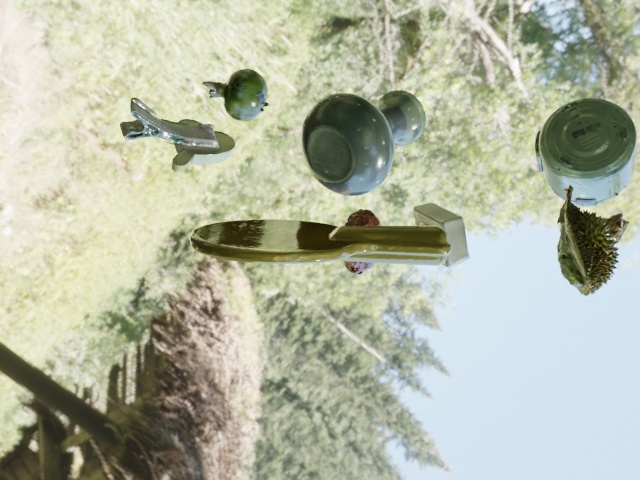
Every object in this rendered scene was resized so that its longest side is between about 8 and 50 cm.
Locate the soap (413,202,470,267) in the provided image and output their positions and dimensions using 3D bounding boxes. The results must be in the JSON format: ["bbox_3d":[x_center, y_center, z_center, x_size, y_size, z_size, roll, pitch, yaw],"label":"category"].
[{"bbox_3d":[0.294,-0.016,1.569,0.063,0.121,0.183,-16,-162,-10],"label":"soap"}]

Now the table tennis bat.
[{"bbox_3d":[0.000,0.000,0.791,0.198,0.320,0.050,-90,-177,-79],"label":"table tennis bat"}]

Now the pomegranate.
[{"bbox_3d":[-0.195,-0.341,1.484,0.122,0.161,0.122,-171,-90,-77],"label":"pomegranate"}]

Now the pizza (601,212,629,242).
[{"bbox_3d":[0.803,-0.035,1.811,0.134,0.046,0.175,-32,-168,-9],"label":"pizza"}]

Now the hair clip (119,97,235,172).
[{"bbox_3d":[-0.258,-0.189,1.197,0.071,0.218,0.159,-54,-138,33],"label":"hair clip"}]

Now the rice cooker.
[{"bbox_3d":[0.632,-0.208,1.525,0.226,0.226,0.244,-44,151,8],"label":"rice cooker"}]

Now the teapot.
[{"bbox_3d":[0.090,-0.196,1.174,0.251,0.183,0.183,-33,-179,-44],"label":"teapot"}]

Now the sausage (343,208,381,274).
[{"bbox_3d":[0.078,0.004,1.243,0.076,0.076,0.141,-61,159,-48],"label":"sausage"}]

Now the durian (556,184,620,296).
[{"bbox_3d":[0.490,-0.002,1.190,0.102,0.208,0.146,-12,172,2],"label":"durian"}]
